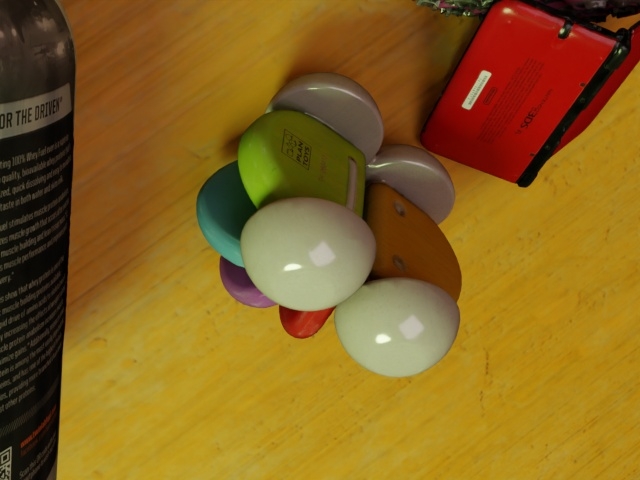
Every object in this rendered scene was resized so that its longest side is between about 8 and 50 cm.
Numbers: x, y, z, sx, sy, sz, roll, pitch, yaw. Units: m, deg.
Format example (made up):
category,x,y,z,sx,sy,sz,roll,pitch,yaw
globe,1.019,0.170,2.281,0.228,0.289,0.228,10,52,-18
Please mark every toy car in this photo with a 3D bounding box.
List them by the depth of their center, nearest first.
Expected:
category,x,y,z,sx,sy,sz,roll,pitch,yaw
toy car,0.000,0.000,0.608,0.136,0.159,0.182,-27,130,32

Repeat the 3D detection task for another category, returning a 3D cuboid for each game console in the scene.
category,x,y,z,sx,sy,sz,roll,pitch,yaw
game console,0.149,-0.111,0.642,0.124,0.085,0.144,20,143,-4

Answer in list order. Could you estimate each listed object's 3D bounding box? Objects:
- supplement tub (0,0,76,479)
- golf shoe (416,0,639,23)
category,x,y,z,sx,sy,sz,roll,pitch,yaw
supplement tub,-0.222,-0.006,0.450,0.207,0.207,0.338,-1,113,-24
golf shoe,0.129,-0.184,0.619,0.186,0.067,0.086,-5,94,-28
